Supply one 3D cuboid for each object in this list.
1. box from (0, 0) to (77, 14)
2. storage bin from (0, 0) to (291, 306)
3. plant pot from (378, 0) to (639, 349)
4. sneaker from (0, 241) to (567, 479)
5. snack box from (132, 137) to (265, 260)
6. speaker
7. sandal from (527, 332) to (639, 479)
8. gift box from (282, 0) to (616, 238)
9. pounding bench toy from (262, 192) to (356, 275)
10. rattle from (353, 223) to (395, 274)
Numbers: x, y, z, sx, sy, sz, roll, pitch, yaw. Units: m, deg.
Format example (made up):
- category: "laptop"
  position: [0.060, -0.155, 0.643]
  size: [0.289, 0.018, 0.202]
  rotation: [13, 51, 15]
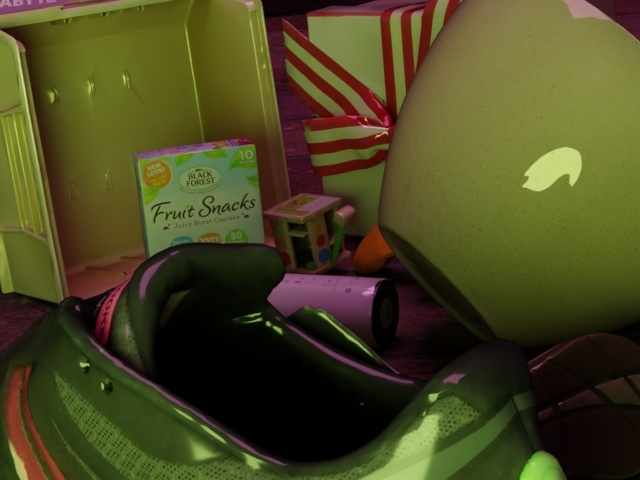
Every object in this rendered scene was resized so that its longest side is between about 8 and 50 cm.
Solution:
- category: "box"
  position: [-0.215, -0.159, 1.592]
  size: [0.293, 0.296, 0.073]
  rotation: [-8, 56, -2]
- category: "storage bin"
  position: [-0.175, -0.095, 1.358]
  size: [0.262, 0.261, 0.123]
  rotation: [-17, 16, -37]
- category: "plant pot"
  position: [0.153, -0.031, 1.080]
  size: [0.191, 0.284, 0.284]
  rotation: [-43, 23, -6]
- category: "sneaker"
  position: [-0.084, 0.092, 0.750]
  size: [0.482, 0.202, 0.185]
  rotation: [4, 17, 30]
- category: "snack box"
  position: [-0.099, -0.009, 1.235]
  size: [0.100, 0.141, 0.037]
  rotation: [-9, 17, -14]
- category: "speaker"
  position: [-0.011, 0.053, 1.143]
  size: [0.136, 0.055, 0.055]
  rotation: [2, 17, 25]
- category: "sandal"
  position: [0.120, 0.118, 0.857]
  size: [0.219, 0.090, 0.060]
  rotation: [-23, 0, -30]
- category: "gift box"
  position: [0.127, -0.144, 1.422]
  size: [0.255, 0.276, 0.258]
  rotation: [0, 17, 37]
- category: "pounding bench toy"
  position: [0.000, 0.000, 1.304]
  size: [0.083, 0.065, 0.052]
  rotation: [8, 27, 44]
- category: "rattle"
  position: [0.149, 0.014, 1.281]
  size: [0.199, 0.143, 0.130]
  rotation: [5, 44, -20]
